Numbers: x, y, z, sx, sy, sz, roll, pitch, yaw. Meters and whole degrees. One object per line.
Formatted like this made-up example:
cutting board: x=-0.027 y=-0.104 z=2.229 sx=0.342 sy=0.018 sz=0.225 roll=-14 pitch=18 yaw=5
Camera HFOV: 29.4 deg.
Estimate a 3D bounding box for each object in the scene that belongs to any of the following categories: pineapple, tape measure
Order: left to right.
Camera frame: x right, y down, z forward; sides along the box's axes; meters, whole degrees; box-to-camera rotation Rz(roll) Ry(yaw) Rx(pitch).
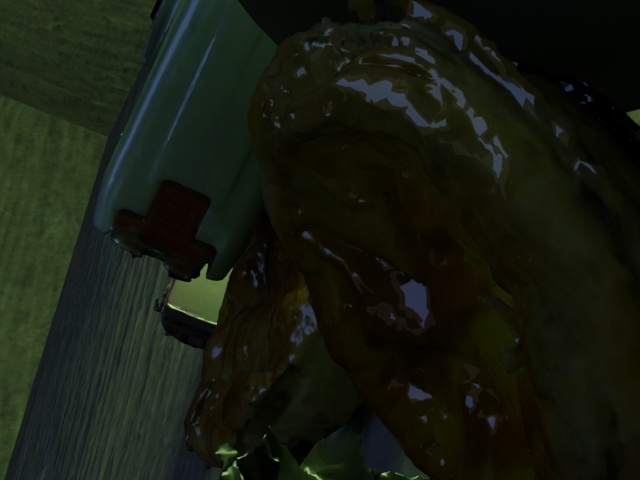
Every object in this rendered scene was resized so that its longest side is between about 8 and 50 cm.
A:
tape measure: x=-0.064 y=-0.126 z=0.852 sx=0.243 sy=0.125 sz=0.246 roll=-61 pitch=12 yaw=18
pineapple: x=-0.044 y=0.190 z=0.674 sx=0.277 sy=0.119 sz=0.130 roll=-46 pitch=8 yaw=51

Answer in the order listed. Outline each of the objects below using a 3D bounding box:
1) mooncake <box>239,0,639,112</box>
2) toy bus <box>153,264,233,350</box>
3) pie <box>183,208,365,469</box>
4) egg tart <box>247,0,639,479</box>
mooncake: x=0.070 y=-0.168 z=0.477 sx=0.275 sy=0.275 sz=0.135 roll=-46 pitch=24 yaw=55
toy bus: x=-0.074 y=-0.038 z=1.123 sx=0.112 sy=0.090 sz=0.274 roll=123 pitch=164 yaw=-66
pie: x=0.000 y=0.000 z=0.841 sx=0.339 sy=0.083 sz=0.339 roll=-158 pitch=90 yaw=-77
egg tart: x=0.062 y=0.010 z=0.468 sx=0.106 sy=0.241 sz=0.241 roll=-28 pitch=2 yaw=-20
